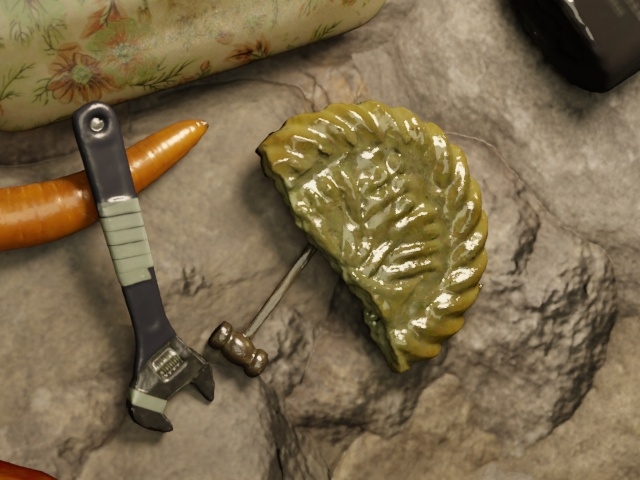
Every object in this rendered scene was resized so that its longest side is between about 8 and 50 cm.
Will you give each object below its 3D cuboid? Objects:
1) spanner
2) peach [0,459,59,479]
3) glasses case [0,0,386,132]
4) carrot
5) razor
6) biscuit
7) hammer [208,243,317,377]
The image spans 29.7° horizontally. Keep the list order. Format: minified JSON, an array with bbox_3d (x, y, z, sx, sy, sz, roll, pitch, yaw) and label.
[{"bbox_3d":[-0.164,0.026,1.098,0.087,0.024,0.315,-18,105,-20],"label":"spanner"},{"bbox_3d":[-0.286,0.356,0.959,0.373,0.290,0.372,1,84,-7],"label":"peach"},{"bbox_3d":[-0.135,-0.221,1.090,0.425,0.098,0.156,-19,110,-12],"label":"glasses case"},{"bbox_3d":[-0.221,-0.042,1.100,0.271,0.066,0.062,-18,137,-15],"label":"carrot"},{"bbox_3d":[0.344,-0.302,1.200,0.327,0.107,0.189,-39,98,-9],"label":"razor"},{"bbox_3d":[0.074,-0.025,1.160,0.187,0.036,0.273,-40,103,-16],"label":"biscuit"},{"bbox_3d":[0.000,0.000,1.165,0.058,0.029,0.292,39,80,-12],"label":"hammer"}]
